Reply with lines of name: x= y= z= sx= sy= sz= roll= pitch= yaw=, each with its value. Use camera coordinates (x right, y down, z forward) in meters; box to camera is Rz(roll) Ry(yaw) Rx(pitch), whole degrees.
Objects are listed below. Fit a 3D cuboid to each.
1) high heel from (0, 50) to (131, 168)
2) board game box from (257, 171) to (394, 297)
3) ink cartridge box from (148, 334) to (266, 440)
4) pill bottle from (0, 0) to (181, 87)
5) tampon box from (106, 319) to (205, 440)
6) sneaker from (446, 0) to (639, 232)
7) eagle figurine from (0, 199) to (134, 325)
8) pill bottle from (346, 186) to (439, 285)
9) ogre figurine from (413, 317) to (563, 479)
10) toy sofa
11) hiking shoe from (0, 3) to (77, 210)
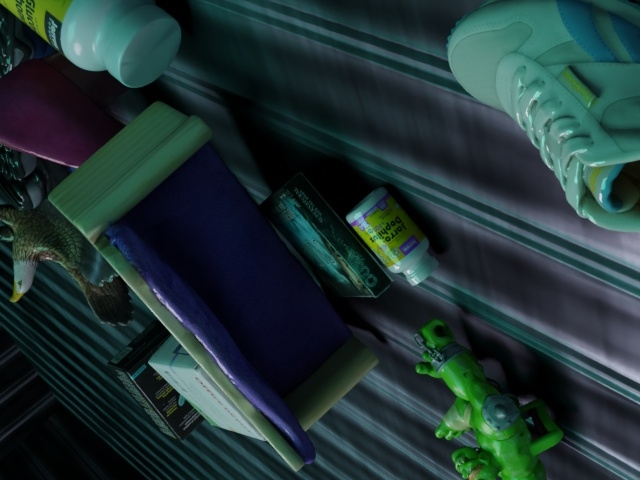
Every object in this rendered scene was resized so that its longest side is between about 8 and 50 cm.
high heel: x=-0.200 y=-0.037 z=1.101 sx=0.377 sy=0.181 sz=0.127 roll=53 pitch=157 yaw=-13
board game box: x=0.000 y=0.000 z=0.954 sx=0.126 sy=0.026 sz=0.186 roll=49 pitch=171 yaw=-4
ink cartridge box: x=-0.145 y=0.206 z=1.511 sx=0.154 sy=0.093 sz=0.212 roll=48 pitch=160 yaw=-16
pill bottle: x=-0.217 y=-0.221 z=0.932 sx=0.184 sy=0.103 sz=0.103 roll=39 pitch=156 yaw=20
tampon box: x=-0.259 y=0.237 z=1.738 sx=0.101 sy=0.120 sz=0.161 roll=5 pitch=133 yaw=58
sneaker: x=0.150 y=-0.067 z=0.543 sx=0.229 sy=0.092 sz=0.087 roll=31 pitch=154 yaw=36
eagle figurine: x=-0.430 y=0.004 z=1.638 sx=0.298 sy=0.225 sz=0.226 roll=13 pitch=-165 yaw=6
pill bottle: x=0.063 y=-0.002 z=0.868 sx=0.083 sy=0.043 sz=0.043 roll=49 pitch=158 yaw=-5
ogre figurine: x=0.153 y=0.162 z=0.926 sx=0.118 sy=0.097 sz=0.197 roll=-132 pitch=30 yaw=-52
toy sofa: x=-0.084 y=0.051 z=1.002 sx=0.177 sy=0.150 sz=0.362 roll=33 pitch=162 yaw=53
hiking shoe: x=-0.325 y=-0.189 z=1.173 sx=0.113 sy=0.132 sz=0.304 roll=30 pitch=129 yaw=39
